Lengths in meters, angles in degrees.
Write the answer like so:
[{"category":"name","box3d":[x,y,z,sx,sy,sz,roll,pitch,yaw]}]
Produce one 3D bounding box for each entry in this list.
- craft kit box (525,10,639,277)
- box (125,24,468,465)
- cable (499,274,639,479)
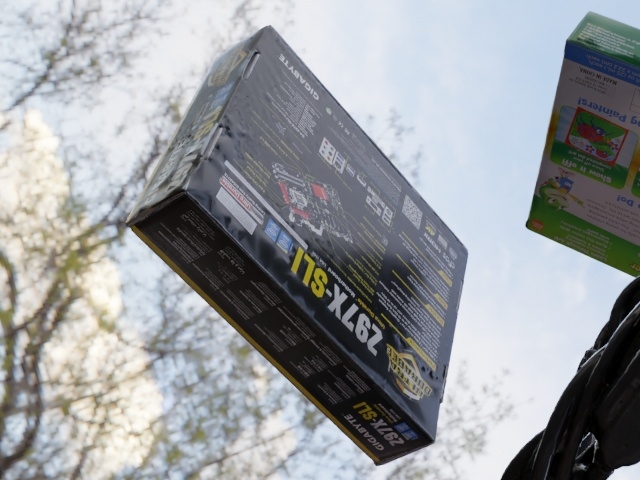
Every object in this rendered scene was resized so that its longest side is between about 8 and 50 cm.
[{"category":"craft kit box","box3d":[0.318,-0.053,1.005,0.249,0.061,0.247,26,-37,19]},{"category":"box","box3d":[0.000,0.000,1.020,0.079,0.257,0.322,-27,-61,35]},{"category":"cable","box3d":[0.124,0.065,0.499,0.047,0.150,0.185,32,-74,7]}]
